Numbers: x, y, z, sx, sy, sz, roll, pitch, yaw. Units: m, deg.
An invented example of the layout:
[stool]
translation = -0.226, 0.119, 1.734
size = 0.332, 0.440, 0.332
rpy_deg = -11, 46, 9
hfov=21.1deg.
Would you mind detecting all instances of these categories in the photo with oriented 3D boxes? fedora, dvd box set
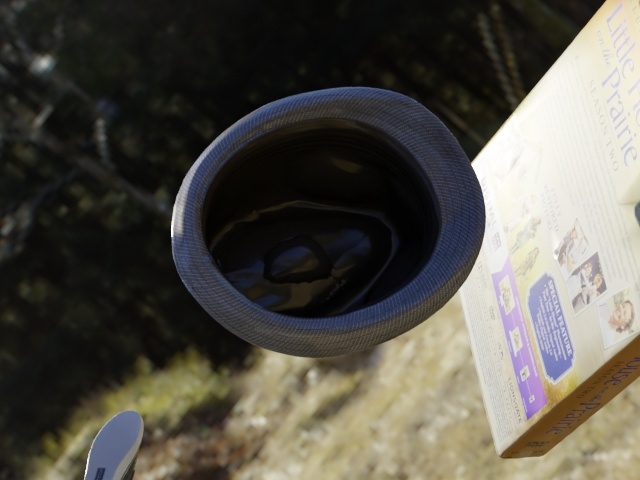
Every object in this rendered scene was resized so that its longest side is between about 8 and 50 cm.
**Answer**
[fedora]
translation = 0.000, 0.000, 1.525
size = 0.275, 0.244, 0.124
rpy_deg = -29, -16, -20
[dvd box set]
translation = 0.254, -0.012, 1.643
size = 0.420, 0.062, 0.308
rpy_deg = 126, 139, -52

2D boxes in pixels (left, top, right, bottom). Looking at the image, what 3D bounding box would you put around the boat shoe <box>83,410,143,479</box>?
[boat shoe]
translation = -0.216, 0.242, 1.764
size = 0.049, 0.040, 0.142
rpy_deg = 4, 54, 23
